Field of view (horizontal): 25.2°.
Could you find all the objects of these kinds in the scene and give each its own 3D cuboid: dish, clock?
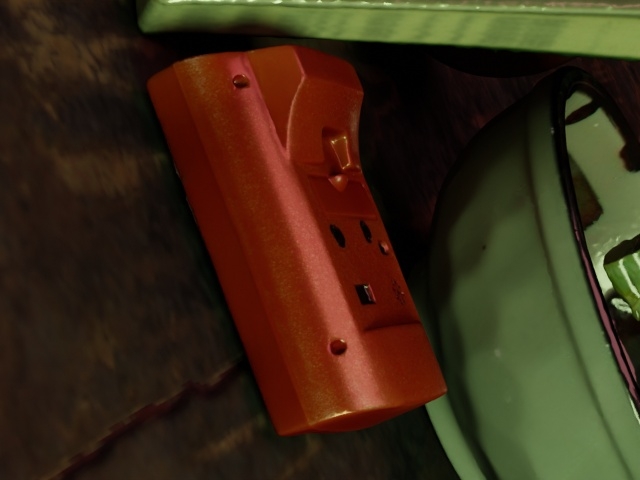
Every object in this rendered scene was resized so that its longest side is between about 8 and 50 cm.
[{"bbox_3d":[0.129,0.059,0.736,0.303,0.120,0.303,49,29,-40],"label":"dish"},{"bbox_3d":[0.000,0.000,0.582,0.113,0.061,0.155,1,68,-68],"label":"clock"}]

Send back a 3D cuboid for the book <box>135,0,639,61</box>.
[{"bbox_3d":[0.086,-0.192,0.688,0.371,0.043,0.260,0,56,-18],"label":"book"}]

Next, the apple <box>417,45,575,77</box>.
[{"bbox_3d":[0.123,-0.217,0.883,0.234,0.234,0.234,51,25,-34],"label":"apple"}]

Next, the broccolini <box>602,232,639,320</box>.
[{"bbox_3d":[0.202,0.096,0.647,0.071,0.057,0.254,21,-35,59],"label":"broccolini"}]
